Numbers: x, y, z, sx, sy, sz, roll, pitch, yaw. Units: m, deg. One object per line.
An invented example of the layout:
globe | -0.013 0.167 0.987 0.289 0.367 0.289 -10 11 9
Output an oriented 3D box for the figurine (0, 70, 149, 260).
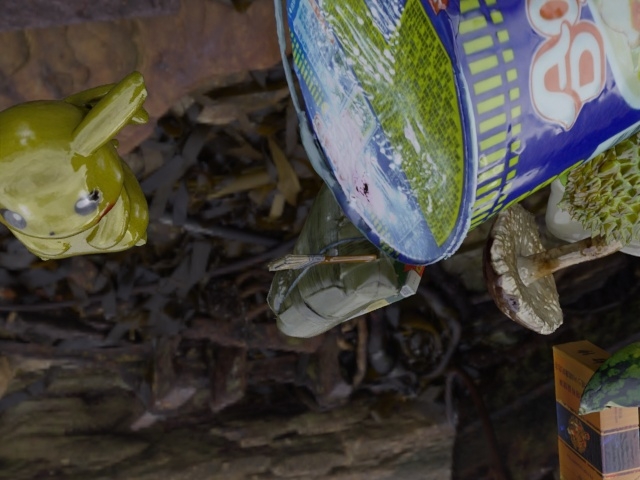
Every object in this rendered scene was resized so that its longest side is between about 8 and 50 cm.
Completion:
figurine | -0.284 -0.077 0.944 0.218 0.169 0.327 -12 171 -6

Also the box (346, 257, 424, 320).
box | 0.119 0.091 1.731 0.235 0.132 0.034 -26 117 42

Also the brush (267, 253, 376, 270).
brush | 0.010 0.026 1.070 0.169 0.014 0.043 -2 166 -40

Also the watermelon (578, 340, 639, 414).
watermelon | 0.390 0.171 0.973 0.163 0.069 0.087 -10 119 -24

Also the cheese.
cheese | 0.560 -0.077 1.456 0.251 0.247 0.174 -19 119 -52

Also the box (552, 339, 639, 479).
box | 0.427 0.291 1.285 0.070 0.152 0.237 -10 101 -9

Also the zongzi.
zongzi | 0.000 0.000 1.308 0.125 0.275 0.250 6 153 -36

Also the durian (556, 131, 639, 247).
durian | 0.350 -0.107 0.878 0.176 0.200 0.237 15 132 17

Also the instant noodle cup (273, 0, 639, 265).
instant noodle cup | 0.160 -0.161 0.641 0.312 0.284 0.284 -22 150 -19

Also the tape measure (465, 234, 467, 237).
tape measure | 0.225 -0.027 1.501 0.094 0.054 0.091 -10 160 -6

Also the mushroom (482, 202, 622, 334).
mushroom | 0.399 0.051 1.370 0.233 0.208 0.301 42 164 -27
